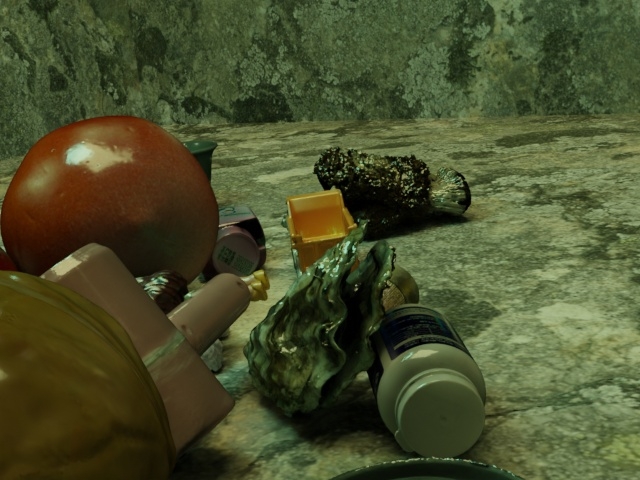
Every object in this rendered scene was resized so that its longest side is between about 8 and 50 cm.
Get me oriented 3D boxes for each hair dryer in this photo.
[{"bbox_3d":[-0.167,0.088,1.028,0.125,0.210,0.352,-38,2,20],"label":"hair dryer"}]

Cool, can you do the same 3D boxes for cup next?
[{"bbox_3d":[-0.320,-0.135,2.139,0.199,0.150,0.199,-7,15,2],"label":"cup"}]

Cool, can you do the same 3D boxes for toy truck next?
[{"bbox_3d":[0.000,0.000,1.489,0.114,0.135,0.270,-8,14,-3],"label":"toy truck"}]

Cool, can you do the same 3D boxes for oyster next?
[{"bbox_3d":[-0.011,0.093,1.019,0.112,0.268,0.198,28,30,-9],"label":"oyster"}]

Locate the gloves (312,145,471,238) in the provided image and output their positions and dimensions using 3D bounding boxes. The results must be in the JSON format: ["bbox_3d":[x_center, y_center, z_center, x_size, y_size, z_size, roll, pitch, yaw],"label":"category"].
[{"bbox_3d":[0.126,-0.093,1.780,0.312,0.135,0.210,11,31,-16],"label":"gloves"}]

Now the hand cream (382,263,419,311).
[{"bbox_3d":[0.053,0.101,1.202,0.084,0.084,0.203,1,21,29],"label":"hand cream"}]

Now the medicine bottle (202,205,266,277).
[{"bbox_3d":[-0.155,0.006,1.622,0.119,0.094,0.188,-12,15,-10],"label":"medicine bottle"}]

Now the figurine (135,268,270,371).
[{"bbox_3d":[-0.184,0.095,1.246,0.240,0.116,0.175,-6,15,5],"label":"figurine"}]

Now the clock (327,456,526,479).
[{"bbox_3d":[0.074,0.235,0.729,0.214,0.042,0.215,-7,14,2],"label":"clock"}]

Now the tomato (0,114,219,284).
[{"bbox_3d":[-0.301,-0.029,1.401,0.321,0.322,0.321,-7,14,2],"label":"tomato"}]

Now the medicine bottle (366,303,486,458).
[{"bbox_3d":[0.104,0.140,0.952,0.107,0.107,0.191,-8,15,-2],"label":"medicine bottle"}]

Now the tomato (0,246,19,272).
[{"bbox_3d":[-0.496,0.078,1.272,0.184,0.208,0.208,-38,14,4],"label":"tomato"}]

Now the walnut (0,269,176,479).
[{"bbox_3d":[-0.288,0.172,0.594,0.397,0.308,0.354,-11,-6,-10],"label":"walnut"}]
